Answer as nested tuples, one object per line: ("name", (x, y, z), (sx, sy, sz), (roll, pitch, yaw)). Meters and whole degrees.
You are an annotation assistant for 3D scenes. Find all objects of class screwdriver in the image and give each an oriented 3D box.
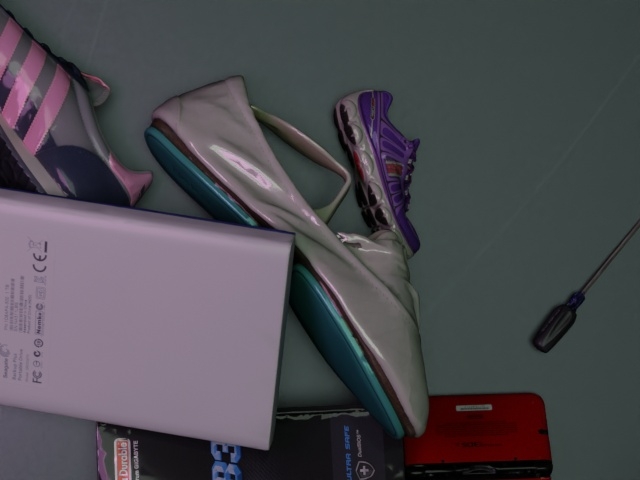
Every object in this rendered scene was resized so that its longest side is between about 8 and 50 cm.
("screwdriver", (0.266, 0.042, 1.961), (0.024, 0.025, 0.170), (40, 78, -3))

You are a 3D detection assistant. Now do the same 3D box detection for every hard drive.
("hard drive", (-0.191, 0.069, 1.821), (0.318, 0.040, 0.210), (9, 113, 6))

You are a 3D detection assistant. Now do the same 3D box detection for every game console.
("game console", (0.150, 0.223, 1.950), (0.144, 0.085, 0.124), (-1, 59, -5))

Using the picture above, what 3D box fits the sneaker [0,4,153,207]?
("sneaker", (-0.278, -0.148, 1.890), (0.131, 0.112, 0.319), (-28, 90, -28))

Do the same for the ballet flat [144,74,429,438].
("ballet flat", (0.000, 0.000, 1.865), (0.139, 0.139, 0.400), (-40, 79, -3))

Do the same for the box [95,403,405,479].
("box", (-0.063, 0.307, 1.883), (0.293, 0.073, 0.295), (-1, 79, -5))

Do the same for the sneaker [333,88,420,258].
("sneaker", (0.070, -0.066, 1.921), (0.071, 0.068, 0.170), (-17, 93, -14))
